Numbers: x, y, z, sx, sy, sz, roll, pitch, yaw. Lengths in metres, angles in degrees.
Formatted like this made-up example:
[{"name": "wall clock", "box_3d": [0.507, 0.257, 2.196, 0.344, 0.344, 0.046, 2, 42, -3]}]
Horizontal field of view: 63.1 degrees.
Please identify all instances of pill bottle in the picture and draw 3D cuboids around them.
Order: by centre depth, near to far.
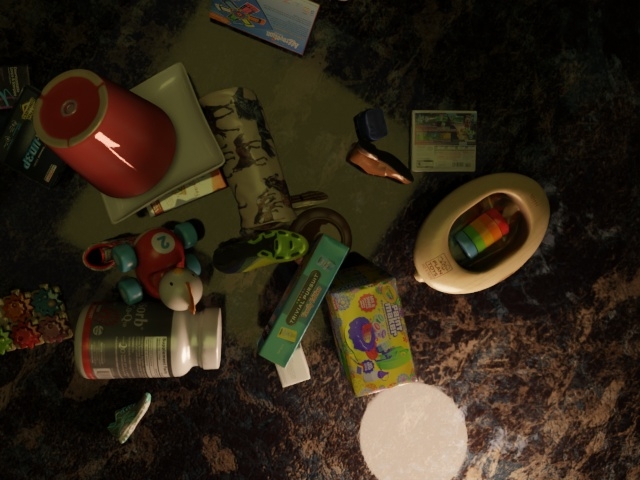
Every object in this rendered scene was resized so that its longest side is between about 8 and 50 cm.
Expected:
[{"name": "pill bottle", "box_3d": [-0.463, 0.272, 1.445, 0.363, 0.210, 0.210, 0, 96, -7]}]

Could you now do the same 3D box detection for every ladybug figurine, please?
[{"name": "ladybug figurine", "box_3d": [0.457, -0.022, 1.547, 0.449, 0.162, 0.305, -32, 99, -3]}]

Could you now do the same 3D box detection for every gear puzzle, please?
[{"name": "gear puzzle", "box_3d": [-0.895, 0.236, 1.472, 0.339, 0.044, 0.175, -12, 97, -5]}]

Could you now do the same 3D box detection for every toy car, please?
[{"name": "toy car", "box_3d": [-0.385, 0.095, 1.371, 0.219, 0.238, 0.210, -24, 132, -37]}]

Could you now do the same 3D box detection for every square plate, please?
[{"name": "square plate", "box_3d": [-0.456, -0.260, 1.401, 0.347, 0.049, 0.344, -27, 72, 6]}]

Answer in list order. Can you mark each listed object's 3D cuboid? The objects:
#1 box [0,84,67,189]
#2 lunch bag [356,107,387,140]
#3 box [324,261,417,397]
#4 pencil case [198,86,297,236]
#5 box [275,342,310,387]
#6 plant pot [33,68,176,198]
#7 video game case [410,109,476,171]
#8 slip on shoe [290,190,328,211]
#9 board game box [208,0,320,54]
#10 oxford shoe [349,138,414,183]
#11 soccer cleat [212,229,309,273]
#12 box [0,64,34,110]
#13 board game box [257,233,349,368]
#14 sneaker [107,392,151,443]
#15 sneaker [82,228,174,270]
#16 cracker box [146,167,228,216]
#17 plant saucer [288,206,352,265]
[{"name": "box", "box_3d": [-0.752, -0.276, 1.401, 0.175, 0.051, 0.220, 32, 100, -11]}, {"name": "lunch bag", "box_3d": [0.147, -0.341, 1.527, 0.067, 0.065, 0.098, -17, 100, -25]}, {"name": "box", "box_3d": [0.127, 0.237, 1.475, 0.177, 0.279, 0.289, -14, 97, -5]}, {"name": "pencil case", "box_3d": [-0.207, -0.224, 1.444, 0.184, 0.160, 0.410, -14, 96, 40]}, {"name": "box", "box_3d": [-0.088, 0.363, 1.552, 0.087, 0.102, 0.101, -18, 97, -2]}, {"name": "plant pot", "box_3d": [-0.531, -0.268, 1.268, 0.275, 0.243, 0.274, -3, 76, 14]}, {"name": "video game case", "box_3d": [0.373, -0.301, 1.580, 0.201, 0.023, 0.183, -1, 96, -6]}, {"name": "slip on shoe", "box_3d": [-0.043, -0.112, 1.542, 0.135, 0.051, 0.041, -12, 137, -13]}, {"name": "board game box", "box_3d": [-0.157, -0.643, 1.457, 0.281, 0.027, 0.145, 20, 114, -9]}, {"name": "oxford shoe", "box_3d": [0.182, -0.220, 1.552, 0.212, 0.076, 0.076, 27, 128, -15]}, {"name": "soccer cleat", "box_3d": [-0.164, 0.033, 1.475, 0.289, 0.121, 0.093, -12, 77, 15]}, {"name": "box", "box_3d": [-0.867, -0.414, 1.419, 0.162, 0.029, 0.116, -6, 96, -7]}, {"name": "board game box", "box_3d": [-0.056, 0.156, 1.393, 0.079, 0.254, 0.336, 29, 81, -4]}, {"name": "sneaker", "box_3d": [-0.565, 0.513, 1.532, 0.076, 0.065, 0.166, 34, 89, -5]}, {"name": "sneaker", "box_3d": [-0.514, 0.029, 1.446, 0.270, 0.145, 0.090, -8, 97, -6]}, {"name": "cracker box", "box_3d": [-0.400, -0.180, 1.478, 0.232, 0.067, 0.155, -23, 97, -3]}, {"name": "plant saucer", "box_3d": [0.000, 0.000, 1.560, 0.199, 0.036, 0.198, -1, 96, -6]}]
